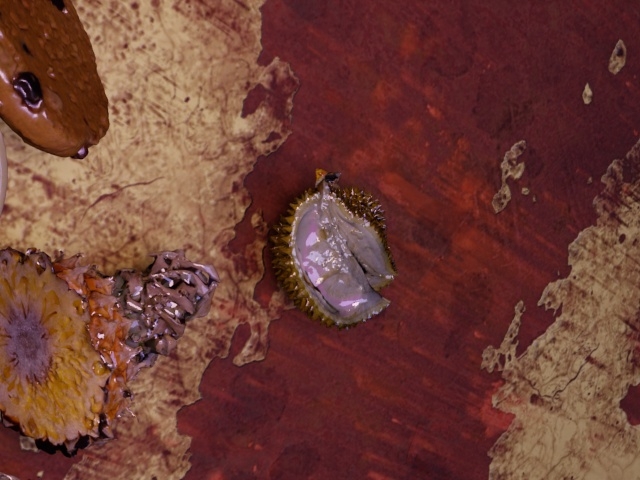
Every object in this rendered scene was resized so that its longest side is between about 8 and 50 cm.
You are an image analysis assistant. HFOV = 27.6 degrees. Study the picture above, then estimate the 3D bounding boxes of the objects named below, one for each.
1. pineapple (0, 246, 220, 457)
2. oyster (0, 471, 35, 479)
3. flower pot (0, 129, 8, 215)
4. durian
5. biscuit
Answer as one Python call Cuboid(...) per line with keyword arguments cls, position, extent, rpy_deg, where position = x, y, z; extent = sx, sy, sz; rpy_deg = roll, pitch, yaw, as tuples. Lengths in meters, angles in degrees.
Cuboid(cls="pineapple", position=(-0.239, 0.097, 1.559), extent=(0.272, 0.263, 0.262), rpy_deg=(-24, 118, -49))
Cuboid(cls="oyster", position=(-0.434, 0.354, 1.535), extent=(0.214, 0.083, 0.223), rpy_deg=(42, 80, -37))
Cuboid(cls="flower pot", position=(-0.481, -0.070, 1.257), extent=(0.308, 0.244, 0.307), rpy_deg=(-13, 112, -36))
Cuboid(cls="durian", position=(0.000, 0.000, 1.773), extent=(0.193, 0.138, 0.237), rpy_deg=(-26, 122, -30))
Cuboid(cls="biscuit", position=(-0.321, -0.219, 1.370), extent=(0.075, 0.296, 0.296), rpy_deg=(-21, 126, 12))
